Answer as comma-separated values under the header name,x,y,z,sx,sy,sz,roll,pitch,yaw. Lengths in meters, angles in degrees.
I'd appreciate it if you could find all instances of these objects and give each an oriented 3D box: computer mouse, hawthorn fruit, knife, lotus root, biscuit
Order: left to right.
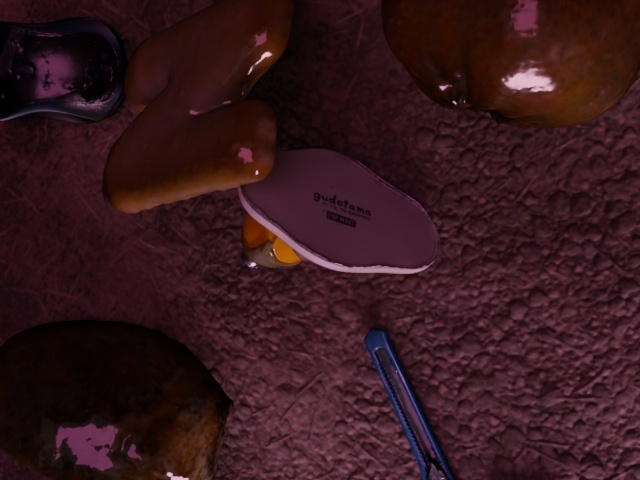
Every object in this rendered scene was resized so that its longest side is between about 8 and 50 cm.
name,x,y,z,sx,sy,sz,roll,pitch,yaw
computer mouse,-0.365,-0.220,1.073,0.233,0.096,0.137,-2,93,15
lotus root,-0.279,0.206,1.037,0.313,0.142,0.210,10,83,16
biscuit,-0.149,-0.158,0.947,0.290,0.062,0.237,-6,70,44
knife,0.121,0.245,0.999,0.044,0.026,0.297,-27,86,27
hawthorn fruit,0.206,-0.267,0.825,0.267,0.268,0.301,22,89,14

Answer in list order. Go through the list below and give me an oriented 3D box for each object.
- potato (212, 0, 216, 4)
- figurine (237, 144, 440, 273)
name,x,y,z,sx,sy,sz,roll,pitch,yaw
potato,-0.132,-0.406,0.975,0.191,0.141,0.296,-29,86,2
figurine,0.000,0.000,0.980,0.249,0.167,0.141,26,136,-9
